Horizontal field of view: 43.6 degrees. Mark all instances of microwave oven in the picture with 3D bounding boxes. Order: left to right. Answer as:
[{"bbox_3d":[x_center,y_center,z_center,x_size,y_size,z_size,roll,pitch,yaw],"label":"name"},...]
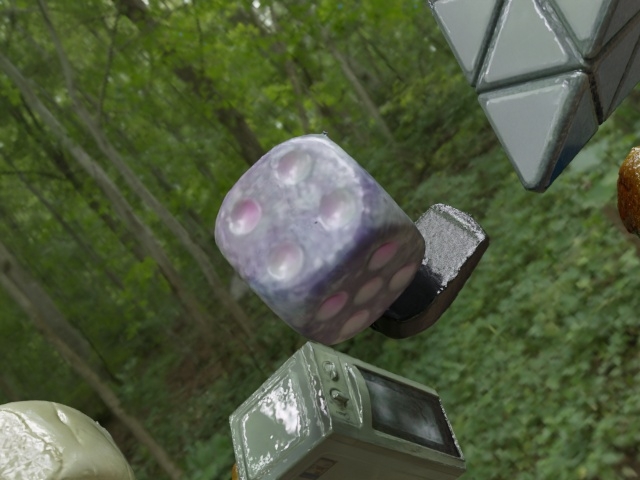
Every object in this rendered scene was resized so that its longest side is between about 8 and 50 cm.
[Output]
[{"bbox_3d":[0.027,0.215,0.869,0.205,0.129,0.163,27,-58,-35],"label":"microwave oven"}]

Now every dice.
[{"bbox_3d":[0.000,0.000,1.399,0.271,0.270,0.270,-44,-29,1],"label":"dice"}]

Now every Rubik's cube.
[{"bbox_3d":[0.204,-0.215,0.644,0.228,0.228,0.233,-28,21,14],"label":"Rubik's cube"}]

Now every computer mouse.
[{"bbox_3d":[0.201,0.067,1.556,0.295,0.168,0.087,-47,-41,-3],"label":"computer mouse"}]

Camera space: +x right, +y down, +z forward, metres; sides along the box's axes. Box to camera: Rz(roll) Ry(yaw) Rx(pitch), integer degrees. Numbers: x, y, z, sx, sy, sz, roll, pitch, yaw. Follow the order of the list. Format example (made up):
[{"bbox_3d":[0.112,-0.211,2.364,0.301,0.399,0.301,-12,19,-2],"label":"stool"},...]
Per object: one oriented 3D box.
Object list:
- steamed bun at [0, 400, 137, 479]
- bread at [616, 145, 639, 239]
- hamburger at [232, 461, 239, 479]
[{"bbox_3d":[-0.464,0.402,1.374,0.272,0.290,0.274,-38,-33,-36],"label":"steamed bun"},{"bbox_3d":[0.419,0.003,0.916,0.077,0.271,0.139,-14,-52,5],"label":"bread"},{"bbox_3d":[-0.001,0.425,1.280,0.318,0.318,0.158,-35,-25,-21],"label":"hamburger"}]
